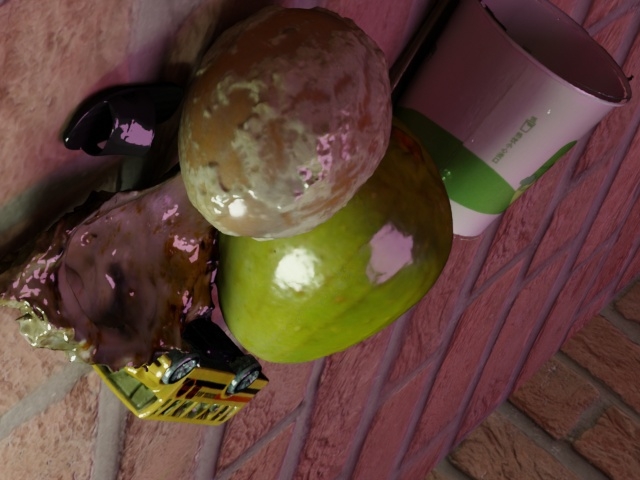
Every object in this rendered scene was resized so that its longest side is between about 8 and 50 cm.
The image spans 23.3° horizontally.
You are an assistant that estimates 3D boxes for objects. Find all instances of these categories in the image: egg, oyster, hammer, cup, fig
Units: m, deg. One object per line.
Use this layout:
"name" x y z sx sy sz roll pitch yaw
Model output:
"egg" -0.037 -0.112 1.499 0.245 0.203 0.203 -57 164 -18
"oyster" -0.205 0.041 1.529 0.361 0.096 0.221 -30 125 -53
"hammer" 0.107 -0.233 1.883 0.195 0.028 0.060 -59 153 14
"cup" 0.209 -0.163 1.938 0.274 0.253 0.253 -51 163 26
"fig" 0.000 0.000 1.737 0.258 0.258 0.326 -25 157 -51

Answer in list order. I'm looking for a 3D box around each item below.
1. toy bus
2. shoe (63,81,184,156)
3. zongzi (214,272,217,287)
"toy bus" -0.169 0.141 1.807 0.123 0.121 0.335 -45 163 6
"shoe" -0.168 -0.109 1.443 0.159 0.053 0.062 -27 154 -55
"zongzi" -0.089 0.015 1.856 0.109 0.055 0.119 -50 150 -10
